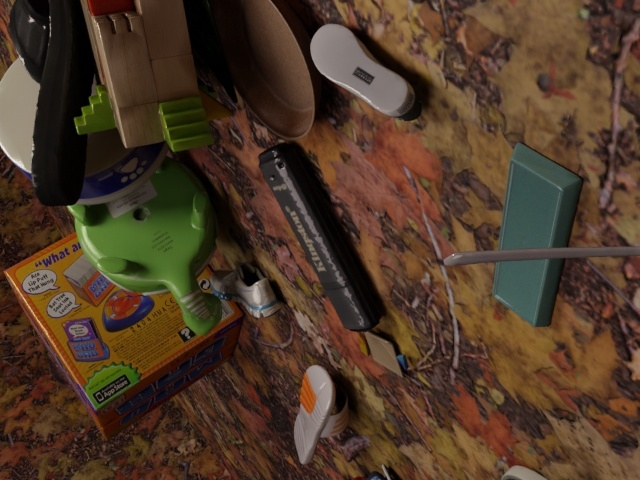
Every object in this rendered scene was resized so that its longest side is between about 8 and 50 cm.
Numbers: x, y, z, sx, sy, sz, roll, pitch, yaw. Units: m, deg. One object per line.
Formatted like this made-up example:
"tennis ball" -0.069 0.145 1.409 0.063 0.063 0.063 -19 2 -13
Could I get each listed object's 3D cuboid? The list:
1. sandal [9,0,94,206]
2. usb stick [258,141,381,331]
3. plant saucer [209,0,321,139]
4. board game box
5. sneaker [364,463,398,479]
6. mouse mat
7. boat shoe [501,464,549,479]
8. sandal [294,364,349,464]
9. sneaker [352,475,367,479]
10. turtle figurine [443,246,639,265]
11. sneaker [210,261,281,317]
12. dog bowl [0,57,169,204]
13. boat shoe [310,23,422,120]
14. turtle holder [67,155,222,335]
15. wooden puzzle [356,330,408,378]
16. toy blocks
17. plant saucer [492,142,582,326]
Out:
"sandal" -0.395 -0.269 1.074 0.167 0.107 0.445 99 172 -73
"usb stick" 0.000 0.000 0.992 0.278 0.045 0.077 63 157 -11
"plant saucer" -0.056 -0.211 0.847 0.198 0.036 0.198 44 153 29
"board game box" -0.434 0.179 1.688 0.356 0.357 0.356 52 157 13
"sneaker" 0.133 0.445 1.228 0.153 0.099 0.282 48 158 17
"mouse mat" -0.154 -0.274 0.935 0.189 0.007 0.152 56 166 43
"boat shoe" 0.291 0.356 0.805 0.303 0.091 0.114 14 131 58
"sandal" 0.007 0.309 1.332 0.265 0.076 0.102 105 153 -46
"sneaker" 0.077 0.523 1.479 0.279 0.107 0.118 0 101 60
"turtle figurine" 0.245 0.079 0.366 0.275 0.197 0.266 21 144 -20
"sneaker" -0.142 0.072 1.357 0.191 0.071 0.082 17 128 46
"dog bowl" -0.379 -0.198 1.196 0.265 0.265 0.104 51 171 15
"boat shoe" 0.042 -0.157 0.709 0.142 0.049 0.040 48 -166 33
"turtle holder" -0.279 -0.006 1.343 0.320 0.243 0.227 27 163 10
"wooden puzzle" 0.090 0.157 1.057 0.116 0.014 0.078 30 149 48
"toy blocks" -0.241 -0.286 0.932 0.381 0.191 0.260 -133 33 -59
"plant saucer" 0.186 0.004 0.662 0.067 0.018 0.192 40 151 35
